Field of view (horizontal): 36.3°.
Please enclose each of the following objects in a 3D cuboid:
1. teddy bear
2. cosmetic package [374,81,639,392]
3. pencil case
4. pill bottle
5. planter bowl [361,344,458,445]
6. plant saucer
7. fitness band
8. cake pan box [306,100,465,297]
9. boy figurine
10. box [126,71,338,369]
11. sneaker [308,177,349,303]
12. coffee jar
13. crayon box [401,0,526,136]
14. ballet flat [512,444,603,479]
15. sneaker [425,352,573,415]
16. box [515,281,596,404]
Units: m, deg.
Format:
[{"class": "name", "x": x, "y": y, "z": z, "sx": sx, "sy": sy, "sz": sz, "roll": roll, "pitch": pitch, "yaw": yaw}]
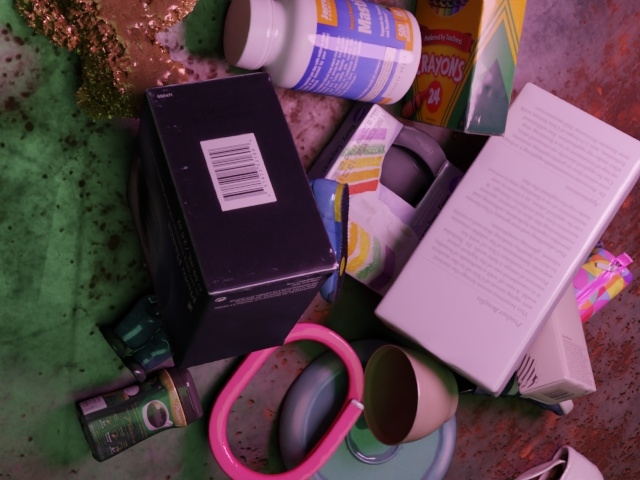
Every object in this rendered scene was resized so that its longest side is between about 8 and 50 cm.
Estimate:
[{"class": "teddy bear", "x": -0.298, "y": -0.337, "z": 1.356, "sx": 0.245, "sy": 0.113, "sz": 0.338, "roll": -39, "pitch": 109, "yaw": -19}, {"class": "cosmetic package", "x": 0.312, "y": 0.002, "z": 1.587, "sx": 0.230, "sy": 0.161, "sz": 0.453, "roll": 33, "pitch": 86, "yaw": 17}, {"class": "pencil case", "x": 0.474, "y": 0.110, "z": 1.820, "sx": 0.236, "sy": 0.104, "sz": 0.104, "roll": -42, "pitch": 116, "yaw": -10}, {"class": "pill bottle", "x": 0.000, "y": -0.296, "z": 1.464, "sx": 0.272, "sy": 0.152, "sz": 0.152, "roll": 6, "pitch": 101, "yaw": -26}, {"class": "planter bowl", "x": 0.156, "y": 0.252, "z": 1.596, "sx": 0.109, "sy": 0.162, "sz": 0.162, "roll": 4, "pitch": 102, "yaw": -30}, {"class": "plant saucer", "x": 0.089, "y": 0.329, "z": 1.671, "sx": 0.318, "sy": 0.044, "sz": 0.317, "roll": 1, "pitch": 87, "yaw": -12}, {"class": "fitness band", "x": -0.055, "y": 0.273, "z": 1.599, "sx": 0.209, "sy": 0.054, "sz": 0.291, "roll": 37, "pitch": 84, "yaw": -2}, {"class": "cake pan box", "x": 0.096, "y": -0.066, "z": 1.618, "sx": 0.246, "sy": 0.070, "sz": 0.267, "roll": 35, "pitch": 87, "yaw": -30}, {"class": "boy figurine", "x": -0.203, "y": 0.086, "z": 1.507, "sx": 0.285, "sy": 0.092, "sz": 0.177, "roll": -40, "pitch": 116, "yaw": -11}, {"class": "box", "x": -0.138, "y": -0.017, "z": 1.332, "sx": 0.183, "sy": 0.294, "sz": 0.296, "roll": -12, "pitch": 68, "yaw": -21}, {"class": "sneaker", "x": 0.000, "y": 0.000, "z": 1.528, "sx": 0.082, "sy": 0.069, "sz": 0.209, "roll": 6, "pitch": 117, "yaw": 11}, {"class": "coffee jar", "x": -0.280, "y": 0.266, "z": 1.524, "sx": 0.184, "sy": 0.079, "sz": 0.096, "roll": -20, "pitch": 109, "yaw": -18}, {"class": "crayon box", "x": 0.227, "y": -0.335, "z": 1.534, "sx": 0.081, "sy": 0.202, "sz": 0.318, "roll": 2, "pitch": 101, "yaw": -25}, {"class": "ballet flat", "x": 0.375, "y": 0.543, "z": 1.886, "sx": 0.400, "sy": 0.139, "sz": 0.139, "roll": -37, "pitch": 115, "yaw": -17}, {"class": "sneaker", "x": 0.321, "y": 0.243, "z": 1.782, "sx": 0.148, "sy": 0.131, "sz": 0.350, "roll": -45, "pitch": 119, "yaw": 9}, {"class": "box", "x": 0.387, "y": 0.136, "z": 1.694, "sx": 0.113, "sy": 0.094, "sz": 0.275, "roll": 26, "pitch": 49, "yaw": -42}]
